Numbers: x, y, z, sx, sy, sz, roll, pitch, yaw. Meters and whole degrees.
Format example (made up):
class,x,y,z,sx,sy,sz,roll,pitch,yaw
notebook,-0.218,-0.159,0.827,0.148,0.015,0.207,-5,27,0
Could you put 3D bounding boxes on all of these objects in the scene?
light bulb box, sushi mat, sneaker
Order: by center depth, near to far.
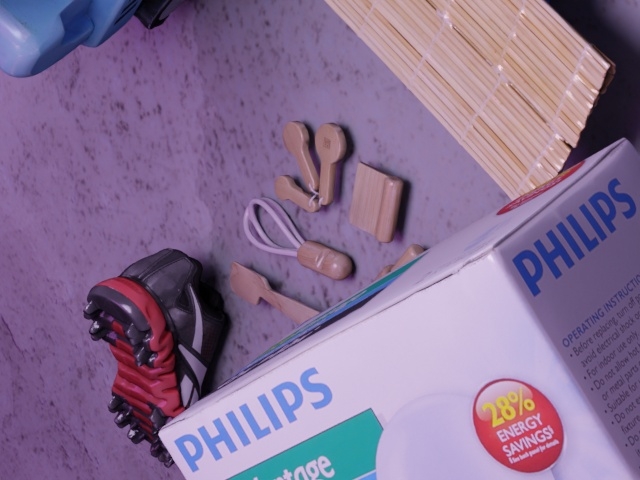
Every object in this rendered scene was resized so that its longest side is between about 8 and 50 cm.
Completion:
class,x,y,z,sx,sy,sz,roll,pitch,yaw
light bulb box,0.142,0.182,1.371,0.358,0.225,0.361,-32,91,40
sushi mat,0.094,-0.171,1.449,0.316,0.019,0.151,49,134,27
sneaker,-0.148,0.113,1.889,0.097,0.135,0.276,28,146,28

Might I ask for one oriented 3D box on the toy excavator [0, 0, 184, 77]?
class,x,y,z,sx,sy,sz,roll,pitch,yaw
toy excavator,-0.253,-0.231,1.539,0.222,0.445,0.433,45,156,-3

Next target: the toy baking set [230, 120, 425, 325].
class,x,y,z,sx,sy,sz,roll,pitch,yaw
toy baking set,0.004,0.004,1.729,0.197,0.030,0.256,56,137,26

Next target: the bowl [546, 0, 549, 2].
class,x,y,z,sx,sy,sz,roll,pitch,yaw
bowl,0.100,-0.352,1.462,0.391,0.077,0.391,19,115,46
